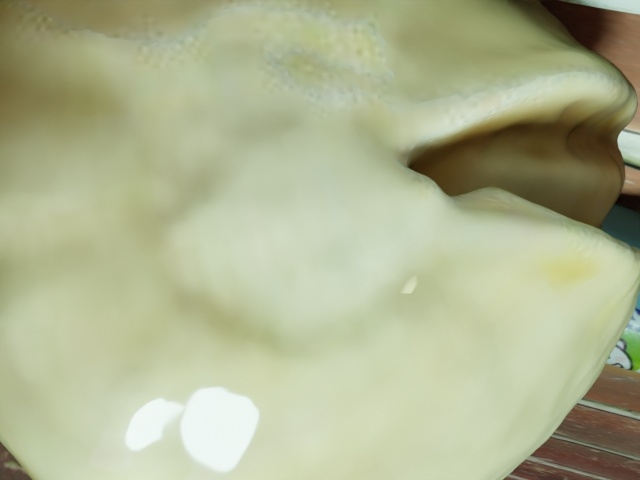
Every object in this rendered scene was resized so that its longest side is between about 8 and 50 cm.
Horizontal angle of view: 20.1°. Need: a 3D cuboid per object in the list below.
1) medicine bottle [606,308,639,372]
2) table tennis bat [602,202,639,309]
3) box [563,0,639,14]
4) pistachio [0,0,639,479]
[{"bbox_3d":[0.076,0.012,0.878,0.220,0.061,0.092,18,-168,-8],"label":"medicine bottle"},{"bbox_3d":[0.207,0.044,0.712,0.329,0.044,0.215,29,150,55],"label":"table tennis bat"},{"bbox_3d":[0.064,-0.110,0.385,0.142,0.044,0.285,13,169,27],"label":"box"},{"bbox_3d":[0.000,0.000,0.575,0.213,0.194,0.318,-6,173,23],"label":"pistachio"}]
